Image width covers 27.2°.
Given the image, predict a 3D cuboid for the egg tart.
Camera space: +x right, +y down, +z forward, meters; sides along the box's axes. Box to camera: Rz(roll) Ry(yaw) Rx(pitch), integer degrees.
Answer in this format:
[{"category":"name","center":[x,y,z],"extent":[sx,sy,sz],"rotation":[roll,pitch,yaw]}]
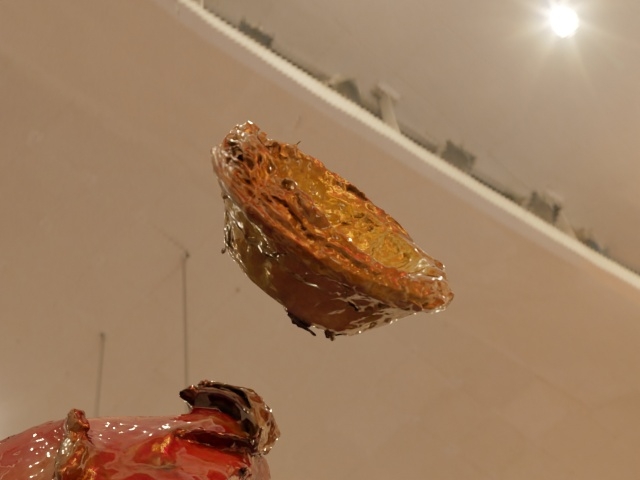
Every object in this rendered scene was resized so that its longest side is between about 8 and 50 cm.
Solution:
[{"category":"egg tart","center":[-0.002,0.000,0.986],"extent":[0.213,0.212,0.090],"rotation":[32,-72,-22]}]

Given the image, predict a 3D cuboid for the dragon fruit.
[{"category":"dragon fruit","center":[-0.122,0.187,0.607],"extent":[0.147,0.211,0.282],"rotation":[16,-103,10]}]
